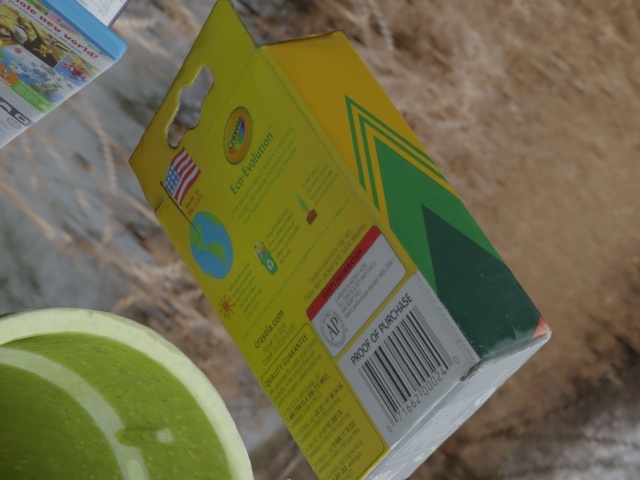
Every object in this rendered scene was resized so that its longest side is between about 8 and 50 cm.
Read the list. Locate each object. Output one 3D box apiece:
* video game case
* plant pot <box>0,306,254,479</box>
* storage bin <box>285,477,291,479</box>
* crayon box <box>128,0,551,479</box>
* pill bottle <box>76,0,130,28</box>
[{"bbox_3d":[-0.202,-0.117,0.915,0.166,0.119,0.015,-25,-148,48],"label":"video game case"},{"bbox_3d":[-0.207,0.161,0.687,0.276,0.254,0.276,-3,94,-54],"label":"plant pot"},{"bbox_3d":[-0.082,0.421,1.535,0.260,0.262,0.123,-32,-179,-24],"label":"storage bin"},{"bbox_3d":[0.000,0.000,1.092,0.081,0.318,0.202,-17,156,-40],"label":"crayon box"},{"bbox_3d":[-0.211,-0.222,1.266,0.219,0.123,0.123,-54,172,-4],"label":"pill bottle"}]
